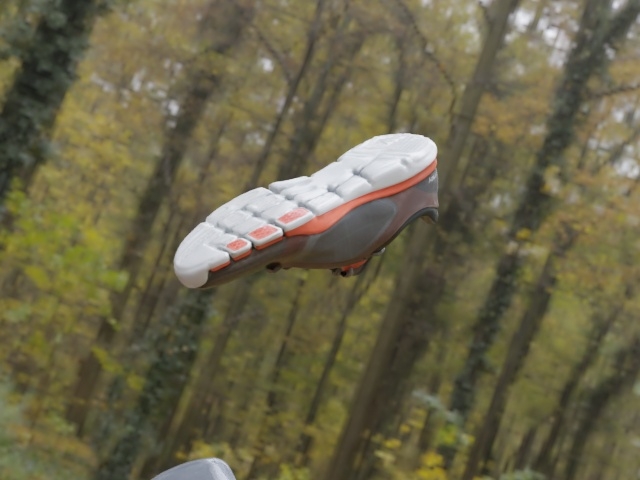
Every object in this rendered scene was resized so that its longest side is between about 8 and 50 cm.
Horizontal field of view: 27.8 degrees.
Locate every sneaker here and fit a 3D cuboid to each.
[{"bbox_3d":[0.000,0.000,0.697,0.061,0.158,0.065,46,-23,60],"label":"sneaker"}]

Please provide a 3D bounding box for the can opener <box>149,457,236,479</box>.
[{"bbox_3d":[-0.151,0.264,0.927,0.076,0.283,0.095,26,29,-53],"label":"can opener"}]
